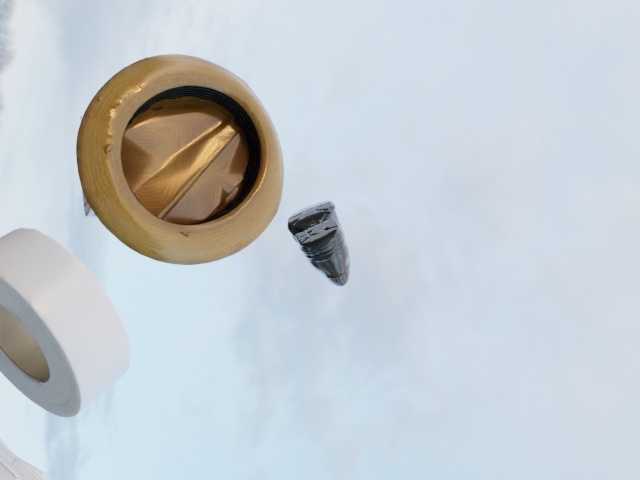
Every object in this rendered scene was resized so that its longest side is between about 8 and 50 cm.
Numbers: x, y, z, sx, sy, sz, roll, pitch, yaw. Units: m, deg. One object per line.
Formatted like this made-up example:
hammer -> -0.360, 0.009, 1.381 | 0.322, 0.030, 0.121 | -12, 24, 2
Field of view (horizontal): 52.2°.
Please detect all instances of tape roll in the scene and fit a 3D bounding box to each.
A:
tape roll -> -0.422, 0.127, 0.988 | 0.286, 0.100, 0.286 | 21, -49, 26

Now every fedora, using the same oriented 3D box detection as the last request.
fedora -> -0.125, -0.067, 0.579 | 0.079, 0.194, 0.195 | -17, -112, 54

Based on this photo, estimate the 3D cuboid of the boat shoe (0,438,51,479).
boat shoe -> -0.380, 0.277, 0.765 | 0.066, 0.184, 0.063 | -36, -176, 5

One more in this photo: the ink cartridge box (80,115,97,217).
ink cartridge box -> -0.328, -0.119, 1.096 | 0.045, 0.145, 0.180 | -48, -130, 45

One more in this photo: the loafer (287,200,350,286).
loafer -> 0.000, 0.000, 0.746 | 0.170, 0.062, 0.061 | -98, 165, -70
